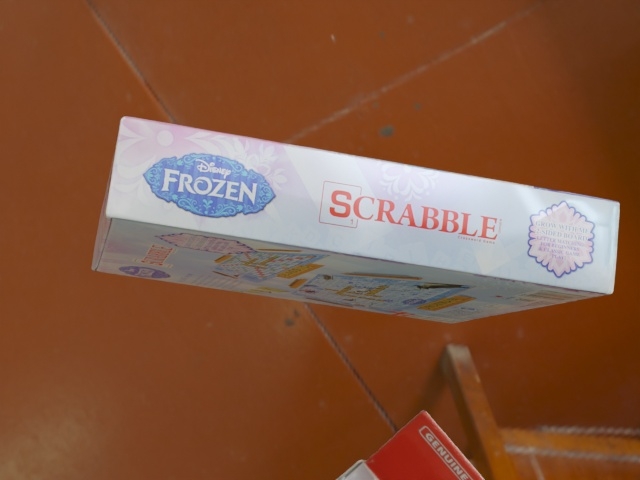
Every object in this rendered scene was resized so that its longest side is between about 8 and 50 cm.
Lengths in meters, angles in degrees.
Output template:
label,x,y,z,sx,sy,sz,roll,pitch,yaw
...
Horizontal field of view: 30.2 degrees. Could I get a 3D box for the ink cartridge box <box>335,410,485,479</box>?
label,x,y,z,sx,sy,sz,roll,pitch,yaw
ink cartridge box,0.104,0.298,0.964,0.060,0.275,0.239,-34,168,-34

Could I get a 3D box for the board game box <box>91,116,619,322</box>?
label,x,y,z,sx,sy,sz,roll,pitch,yaw
board game box,0.000,0.000,0.863,0.318,0.319,0.065,9,81,-12
